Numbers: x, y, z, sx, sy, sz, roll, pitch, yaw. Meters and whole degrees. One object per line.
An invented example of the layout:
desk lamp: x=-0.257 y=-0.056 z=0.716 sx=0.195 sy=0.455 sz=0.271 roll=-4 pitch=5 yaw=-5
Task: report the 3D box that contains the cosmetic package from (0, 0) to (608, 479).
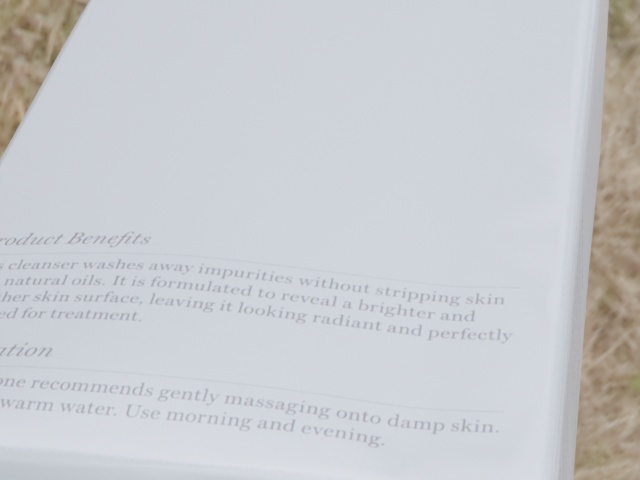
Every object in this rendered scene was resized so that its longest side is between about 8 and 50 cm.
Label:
cosmetic package: x=0.000 y=0.000 z=0.615 sx=0.217 sy=0.156 sz=0.385 roll=4 pitch=39 yaw=12
